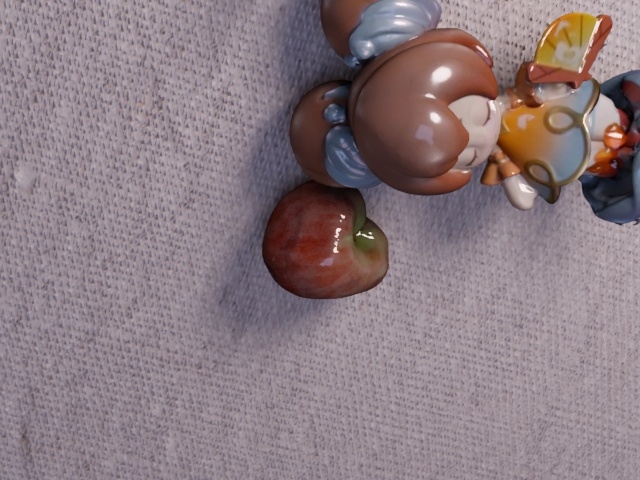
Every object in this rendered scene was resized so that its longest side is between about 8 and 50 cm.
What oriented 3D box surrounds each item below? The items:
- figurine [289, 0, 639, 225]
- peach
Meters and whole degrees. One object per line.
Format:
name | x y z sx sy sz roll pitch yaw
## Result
figurine | 0.183 -0.154 1.663 0.388 0.248 0.276 5 114 -20
peach | 0.000 0.000 1.767 0.152 0.152 0.152 -3 117 -6
